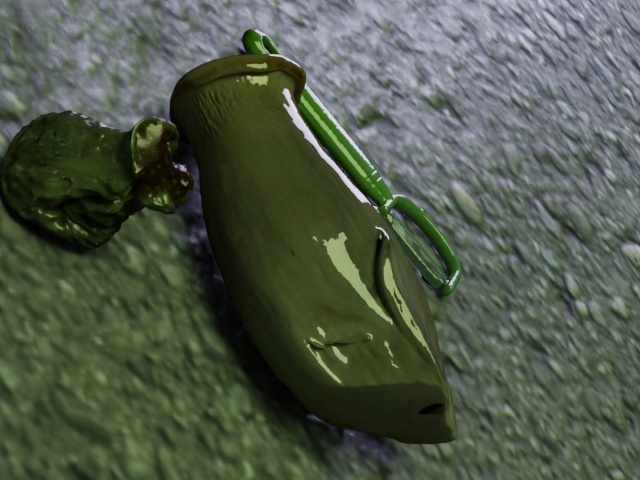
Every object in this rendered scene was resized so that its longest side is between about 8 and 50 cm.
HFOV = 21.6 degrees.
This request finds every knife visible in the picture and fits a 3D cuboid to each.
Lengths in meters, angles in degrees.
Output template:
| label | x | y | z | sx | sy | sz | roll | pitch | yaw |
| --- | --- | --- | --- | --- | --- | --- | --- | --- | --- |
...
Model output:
| label | x | y | z | sx | sy | sz | roll | pitch | yaw |
| --- | --- | --- | --- | --- | --- | --- | --- | --- | --- |
| knife | 0.023 | -0.056 | 1.081 | 0.212 | 0.015 | 0.054 | 50 | 32 | -4 |

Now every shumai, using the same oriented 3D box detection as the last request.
| label | x | y | z | sx | sy | sz | roll | pitch | yaw |
| --- | --- | --- | --- | --- | --- | --- | --- | --- | --- |
| shumai | -0.108 | -0.042 | 0.842 | 0.083 | 0.080 | 0.082 | 3 | 55 | -48 |

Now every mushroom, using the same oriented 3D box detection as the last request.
| label | x | y | z | sx | sy | sz | roll | pitch | yaw |
| --- | --- | --- | --- | --- | --- | --- | --- | --- | --- |
| mushroom | -0.006 | 0.006 | 0.914 | 0.108 | 0.096 | 0.247 | -21 | 71 | -31 |
